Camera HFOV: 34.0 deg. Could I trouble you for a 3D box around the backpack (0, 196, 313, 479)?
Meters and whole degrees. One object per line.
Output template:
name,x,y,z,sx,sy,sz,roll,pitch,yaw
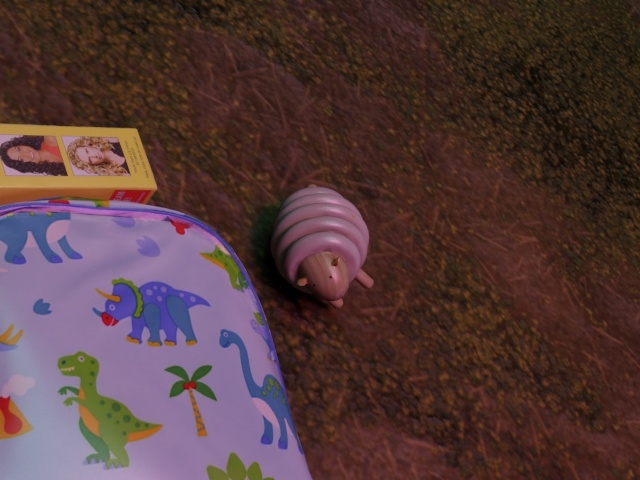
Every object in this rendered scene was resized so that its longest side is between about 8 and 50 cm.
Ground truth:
backpack,-0.129,0.151,0.548,0.290,0.273,0.355,3,42,-29

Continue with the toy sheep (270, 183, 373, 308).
toy sheep,0.000,0.000,0.878,0.091,0.091,0.132,18,33,-26

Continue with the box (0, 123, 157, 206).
box,-0.236,-0.036,0.717,0.232,0.087,0.058,-2,60,-41
